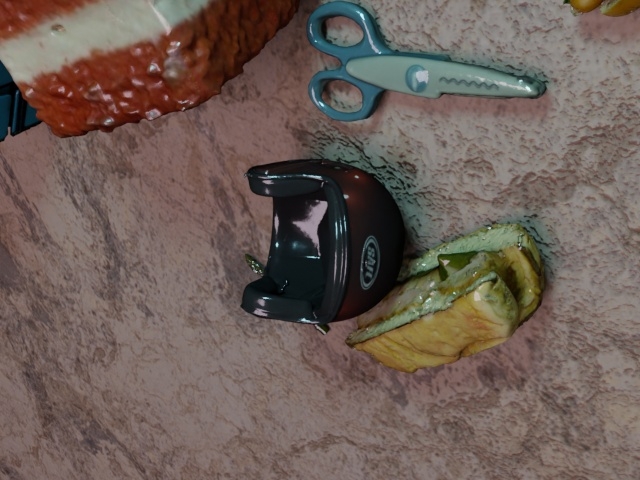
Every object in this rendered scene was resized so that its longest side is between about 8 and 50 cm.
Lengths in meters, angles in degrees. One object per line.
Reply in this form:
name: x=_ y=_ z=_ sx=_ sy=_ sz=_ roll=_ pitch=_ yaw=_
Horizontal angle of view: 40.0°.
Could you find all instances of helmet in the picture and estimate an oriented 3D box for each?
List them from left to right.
helmet: x=0.000 y=0.000 z=1.032 sx=0.216 sy=0.193 sz=0.189 roll=26 pitch=114 yaw=59

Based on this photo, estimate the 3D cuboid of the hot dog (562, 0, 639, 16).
hot dog: x=0.282 y=-0.285 z=0.729 sx=0.104 sy=0.076 sz=0.250 roll=42 pitch=132 yaw=8

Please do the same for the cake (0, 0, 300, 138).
cake: x=-0.210 y=-0.314 z=0.925 sx=0.269 sy=0.270 sz=0.319 roll=-6 pitch=124 yaw=38

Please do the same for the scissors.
scissors: x=0.103 y=-0.181 z=0.949 sx=0.289 sy=0.041 sz=0.138 roll=15 pitch=117 yaw=31

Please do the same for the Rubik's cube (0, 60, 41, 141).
Rubik's cube: x=-0.530 y=-0.304 z=1.190 sx=0.293 sy=0.288 sz=0.283 roll=34 pitch=131 yaw=13

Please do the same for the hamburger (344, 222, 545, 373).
hamburger: x=0.158 y=0.071 z=1.023 sx=0.131 sy=0.124 sz=0.262 roll=37 pitch=143 yaw=-20

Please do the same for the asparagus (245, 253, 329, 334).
asparagus: x=-0.050 y=0.075 z=1.243 sx=0.163 sy=0.016 sz=0.016 roll=41 pitch=152 yaw=8
